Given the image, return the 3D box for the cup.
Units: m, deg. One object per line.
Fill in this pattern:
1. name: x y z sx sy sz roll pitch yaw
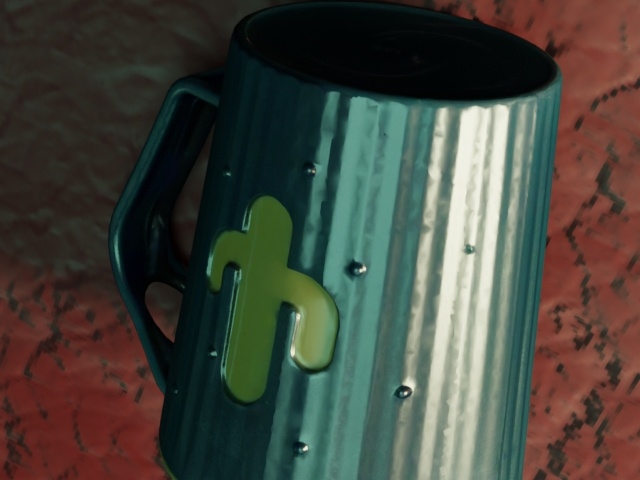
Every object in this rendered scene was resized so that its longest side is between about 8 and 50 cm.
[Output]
1. cup: 0.000 0.000 0.585 0.176 0.131 0.155 24 118 31
